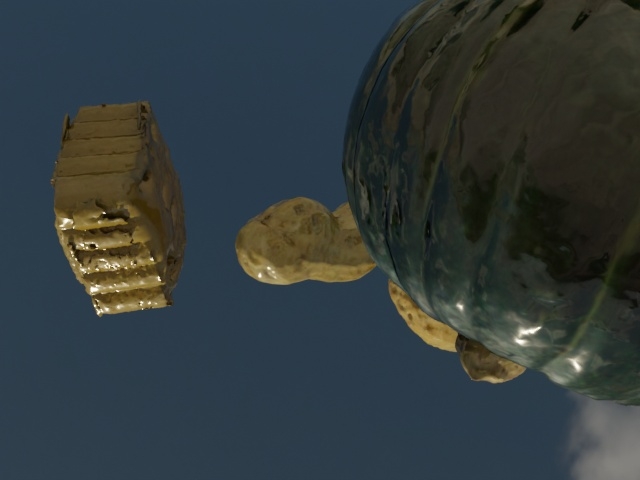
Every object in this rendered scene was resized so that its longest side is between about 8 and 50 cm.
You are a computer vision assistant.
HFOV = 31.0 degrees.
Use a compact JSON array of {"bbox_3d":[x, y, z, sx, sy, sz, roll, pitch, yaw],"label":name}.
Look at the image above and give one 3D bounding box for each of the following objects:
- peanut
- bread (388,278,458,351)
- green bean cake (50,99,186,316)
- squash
[{"bbox_3d":[0.000,0.000,1.403,0.229,0.103,0.098,-4,-127,-37],"label":"peanut"},{"bbox_3d":[0.207,0.030,1.523,0.244,0.134,0.244,11,-119,-19],"label":"bread"},{"bbox_3d":[-0.251,-0.044,1.484,0.131,0.224,0.229,-7,-139,5],"label":"green bean cake"},{"bbox_3d":[0.112,-0.027,0.475,0.218,0.172,0.218,-4,-165,1],"label":"squash"}]
